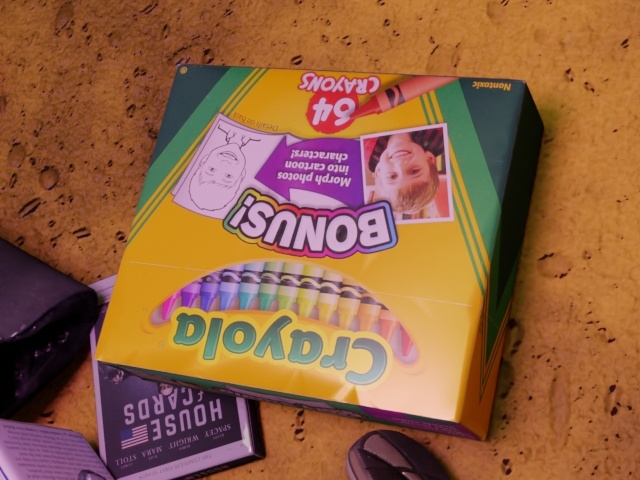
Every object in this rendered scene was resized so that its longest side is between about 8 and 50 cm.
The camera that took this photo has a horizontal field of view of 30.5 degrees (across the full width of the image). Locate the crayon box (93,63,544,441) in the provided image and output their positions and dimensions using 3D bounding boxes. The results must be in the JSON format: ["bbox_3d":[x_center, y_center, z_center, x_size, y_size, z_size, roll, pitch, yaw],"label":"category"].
[{"bbox_3d":[0.000,0.000,1.108,0.363,0.106,0.313,6,72,24],"label":"crayon box"}]

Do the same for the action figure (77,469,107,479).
[{"bbox_3d":[-0.305,0.335,0.912,0.330,0.178,0.341,-23,49,45],"label":"action figure"}]

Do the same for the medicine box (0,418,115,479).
[{"bbox_3d":[-0.281,0.362,1.100,0.263,0.149,0.289,-51,58,11],"label":"medicine box"}]

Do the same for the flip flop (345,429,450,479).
[{"bbox_3d":[0.096,0.287,0.980,0.080,0.112,0.277,-54,55,32],"label":"flip flop"}]

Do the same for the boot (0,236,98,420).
[{"bbox_3d":[-0.415,-0.025,1.315,0.445,0.146,0.367,30,80,34],"label":"boot"}]

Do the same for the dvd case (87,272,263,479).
[{"bbox_3d":[-0.155,0.130,1.207,0.179,0.029,0.238,-21,63,21],"label":"dvd case"}]
